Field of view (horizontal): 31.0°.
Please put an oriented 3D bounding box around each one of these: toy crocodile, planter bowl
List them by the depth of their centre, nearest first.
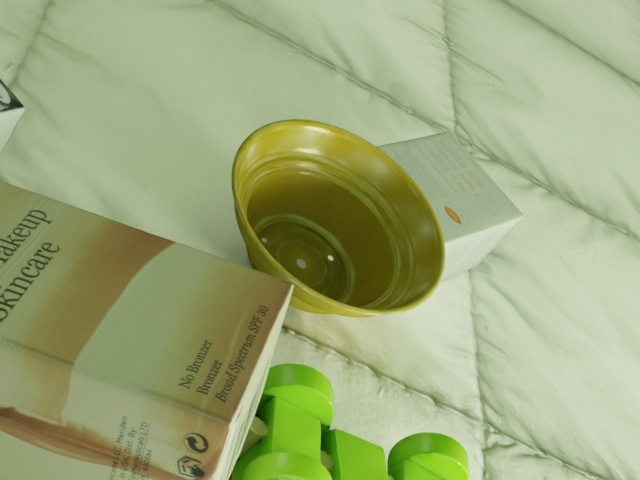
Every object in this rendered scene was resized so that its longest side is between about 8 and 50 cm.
[{"bbox_3d":[0.021,0.192,0.868,0.340,0.105,0.115,30,34,-22],"label":"toy crocodile"},{"bbox_3d":[0.000,0.000,1.056,0.217,0.090,0.217,19,45,-20],"label":"planter bowl"}]

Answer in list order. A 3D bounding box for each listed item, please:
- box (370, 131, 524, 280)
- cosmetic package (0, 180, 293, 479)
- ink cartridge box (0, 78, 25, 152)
[{"bbox_3d":[0.106,-0.030,1.199,0.170,0.091,0.130,-16,62,-51],"label":"box"},{"bbox_3d":[-0.183,0.061,0.713,0.296,0.129,0.153,18,34,2],"label":"cosmetic package"},{"bbox_3d":[-0.396,-0.107,0.845,0.165,0.065,0.332,48,36,12],"label":"ink cartridge box"}]
